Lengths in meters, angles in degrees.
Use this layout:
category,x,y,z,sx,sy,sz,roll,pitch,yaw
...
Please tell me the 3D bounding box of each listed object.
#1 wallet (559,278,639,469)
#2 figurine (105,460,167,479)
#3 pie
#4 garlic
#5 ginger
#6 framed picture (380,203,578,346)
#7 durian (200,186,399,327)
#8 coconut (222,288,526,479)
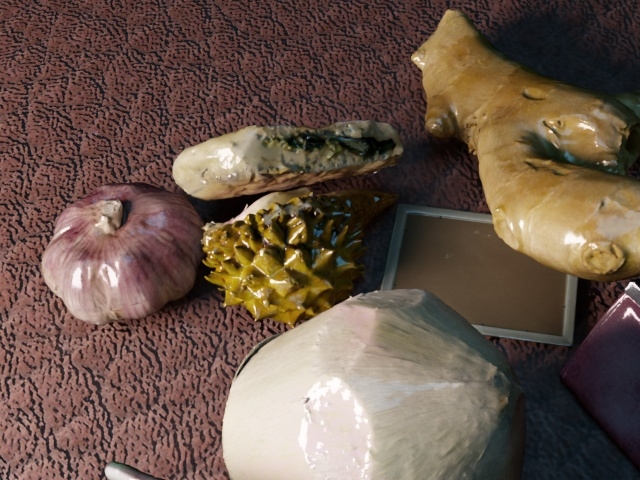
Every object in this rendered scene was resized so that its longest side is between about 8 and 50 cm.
category,x,y,z,sx,sy,sz,roll,pitch,yaw
wallet,0.299,0.152,0.817,0.025,0.119,0.232,-3,42,-43
figurine,-0.140,0.338,0.653,0.323,0.231,0.340,9,58,46
pie,-0.037,-0.073,0.985,0.218,0.185,0.052,-9,86,-30
garlic,-0.186,0.007,0.967,0.159,0.102,0.147,-21,55,-10
ginger,0.210,-0.094,0.986,0.348,0.122,0.363,16,44,27
framed picture,0.153,0.032,0.976,0.183,0.011,0.142,7,54,10
durian,-0.001,-0.010,0.962,0.224,0.078,0.140,-32,72,-30
coconut,0.049,0.143,0.751,0.234,0.224,0.224,-14,41,44
